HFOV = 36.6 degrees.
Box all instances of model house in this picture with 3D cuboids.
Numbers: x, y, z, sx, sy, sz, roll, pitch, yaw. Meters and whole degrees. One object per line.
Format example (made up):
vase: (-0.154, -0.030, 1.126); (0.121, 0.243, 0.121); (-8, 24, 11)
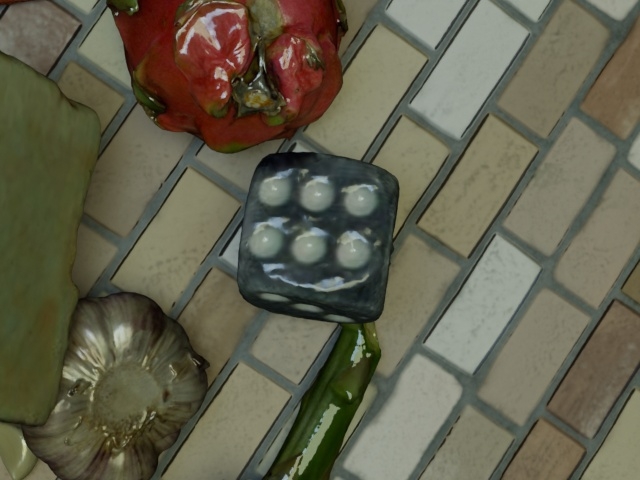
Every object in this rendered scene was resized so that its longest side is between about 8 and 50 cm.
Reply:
model house: (-0.469, -0.016, 1.035); (0.343, 0.334, 0.382); (6, 76, 25)

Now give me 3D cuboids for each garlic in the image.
garlic: (-0.386, 0.260, 1.230); (0.053, 0.041, 0.083); (-32, 88, 6)
garlic: (-0.263, 0.184, 1.195); (0.245, 0.160, 0.244); (1, 89, -30)

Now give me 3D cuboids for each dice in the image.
dice: (0.000, 0.000, 1.194); (0.182, 0.183, 0.181); (7, 76, 4)

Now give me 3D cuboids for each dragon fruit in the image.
dragon fruit: (-0.102, -0.254, 1.170); (0.306, 0.226, 0.305); (0, 93, -7)

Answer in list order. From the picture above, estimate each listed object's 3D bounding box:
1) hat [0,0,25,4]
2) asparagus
hat: (-0.397, -0.381, 1.198); (0.112, 0.093, 0.162); (-14, 75, -18)
asparagus: (0.007, 0.230, 1.275); (0.085, 0.082, 0.343); (27, 85, 27)
